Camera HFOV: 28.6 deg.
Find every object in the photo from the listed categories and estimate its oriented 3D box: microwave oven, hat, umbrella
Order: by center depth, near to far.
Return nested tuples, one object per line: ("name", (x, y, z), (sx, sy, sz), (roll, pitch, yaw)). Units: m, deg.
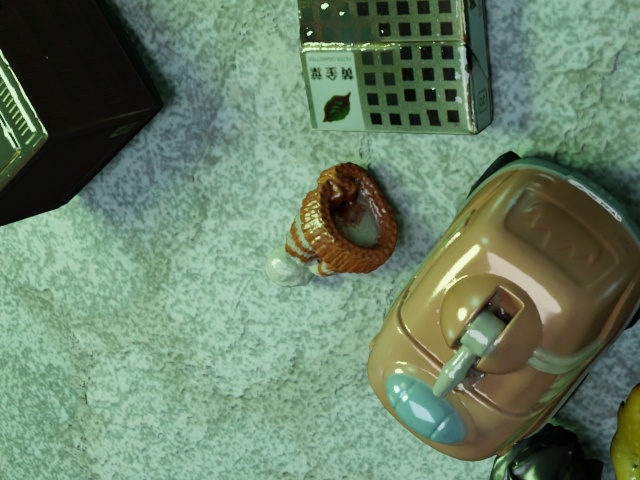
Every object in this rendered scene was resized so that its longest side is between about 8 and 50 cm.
("umbrella", (0.210, 0.335, 1.166), (0.118, 0.340, 0.118), (5, 152, 2))
("hat", (0.000, 0.000, 1.291), (0.112, 0.093, 0.162), (62, 146, 6))
("microwave oven", (-0.318, -0.143, 1.356), (0.247, 0.188, 0.178), (-36, 84, 42))

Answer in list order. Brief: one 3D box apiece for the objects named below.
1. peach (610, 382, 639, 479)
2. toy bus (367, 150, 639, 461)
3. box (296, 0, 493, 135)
("peach", (0.359, 0.277, 1.098), (0.201, 0.258, 0.362), (3, 94, 7))
("toy bus", (0.160, 0.076, 1.122), (0.194, 0.232, 0.288), (38, 124, 8))
("box", (0.057, -0.259, 1.149), (0.180, 0.047, 0.325), (5, 113, 31))
